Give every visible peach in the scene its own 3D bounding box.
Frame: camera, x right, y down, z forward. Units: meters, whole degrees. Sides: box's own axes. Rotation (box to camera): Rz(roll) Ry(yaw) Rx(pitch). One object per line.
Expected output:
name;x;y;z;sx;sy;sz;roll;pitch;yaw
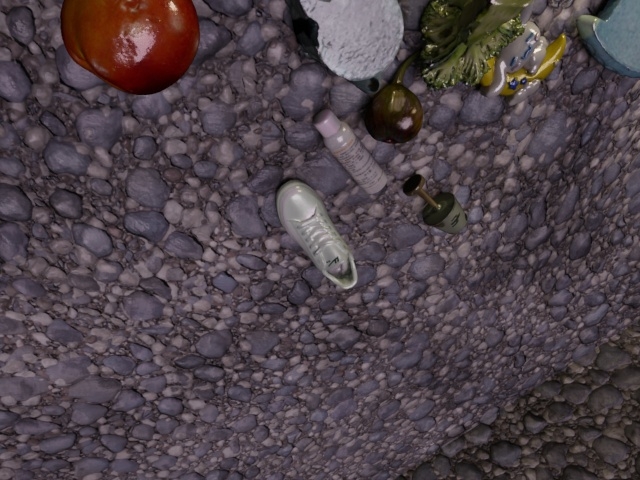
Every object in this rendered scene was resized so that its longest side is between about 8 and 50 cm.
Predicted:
peach;-0.344;-0.393;0.824;0.243;0.199;0.243;0;86;-4

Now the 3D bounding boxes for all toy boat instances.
toy boat;0.843;-0.581;1.227;0.330;0.123;0.215;20;106;-19

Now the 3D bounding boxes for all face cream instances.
face cream;0.078;-0.232;1.165;0.082;0.082;0.269;-40;127;8

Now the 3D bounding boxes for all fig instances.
fig;0.199;-0.365;1.112;0.149;0.149;0.245;12;93;-28

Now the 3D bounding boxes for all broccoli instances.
broccoli;0.344;-0.487;0.939;0.221;0.361;0.252;39;78;-5

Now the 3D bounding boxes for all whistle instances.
whistle;-0.001;-0.476;0.918;0.404;0.168;0.188;23;111;-27

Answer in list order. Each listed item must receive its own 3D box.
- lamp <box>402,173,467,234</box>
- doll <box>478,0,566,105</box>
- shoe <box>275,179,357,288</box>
lamp;0.343;-0.106;1.332;0.214;0.121;0.121;36;105;-26
doll;0.506;-0.479;1.145;0.237;0.111;0.252;22;123;-22
shoe;0.000;0.000;1.243;0.132;0.160;0.363;-34;128;1
